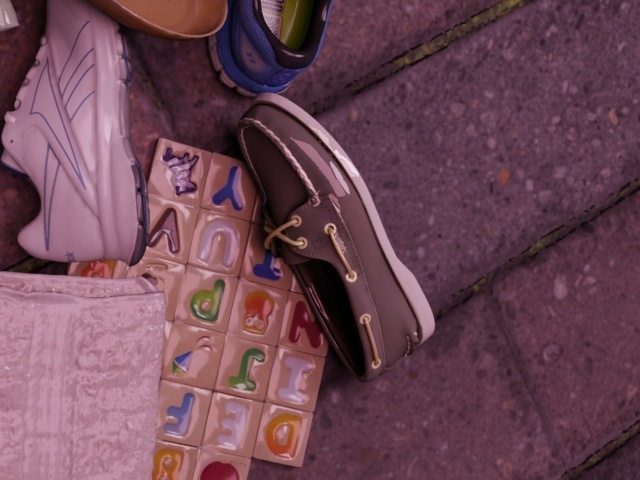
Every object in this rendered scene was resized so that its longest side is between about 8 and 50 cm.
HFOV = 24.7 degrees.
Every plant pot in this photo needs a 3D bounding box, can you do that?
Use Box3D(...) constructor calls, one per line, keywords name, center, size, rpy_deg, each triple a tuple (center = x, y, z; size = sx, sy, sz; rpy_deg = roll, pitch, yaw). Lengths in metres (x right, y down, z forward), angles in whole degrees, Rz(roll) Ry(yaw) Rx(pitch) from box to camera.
Box3D(name="plant pot", center=(-0.183, -0.267, 1.315), size=(0.236, 0.032, 0.236), rpy_deg=(35, 30, -25))

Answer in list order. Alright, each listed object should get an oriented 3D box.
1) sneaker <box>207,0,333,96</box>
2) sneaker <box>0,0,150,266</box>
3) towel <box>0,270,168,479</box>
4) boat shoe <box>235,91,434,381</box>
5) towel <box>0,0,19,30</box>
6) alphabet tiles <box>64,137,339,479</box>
Box3D(name="sneaker", center=(-0.025, -0.306, 1.400), size=(0.130, 0.147, 0.330), rpy_deg=(2, 88, -27))
Box3D(name="sneaker", center=(-0.230, -0.120, 1.320), size=(0.129, 0.111, 0.297), rpy_deg=(-6, 83, -4))
Box3D(name="towel", center=(-0.238, 0.169, 1.330), size=(0.187, 0.049, 0.282), rpy_deg=(3, 91, -22))
Box3D(name="boat shoe", center=(0.003, 0.000, 1.421), size=(0.091, 0.109, 0.305), rpy_deg=(-41, 111, -26))
Box3D(name="towel", center=(-0.421, -0.303, 1.220), size=(0.248, 0.038, 0.324), rpy_deg=(-17, 98, -7))
Box3D(name="alphabet tiles", center=(-0.119, 0.086, 1.425), size=(0.285, 0.011, 0.342), rpy_deg=(16, 82, -26))
